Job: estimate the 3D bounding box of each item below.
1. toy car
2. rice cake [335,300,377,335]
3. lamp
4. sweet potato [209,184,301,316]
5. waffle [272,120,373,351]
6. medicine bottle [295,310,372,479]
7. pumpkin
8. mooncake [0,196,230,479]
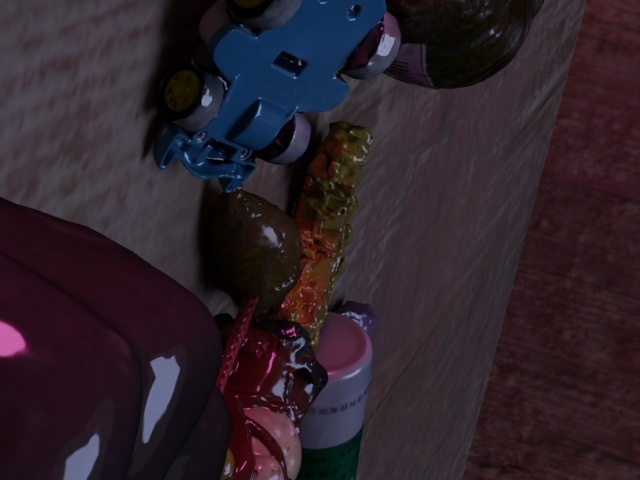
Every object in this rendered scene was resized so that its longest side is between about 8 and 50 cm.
[{"bbox_3d":[-0.042,-0.117,0.902,0.161,0.098,0.126,-48,144,18],"label":"toy car"},{"bbox_3d":[-0.001,0.201,1.488,0.081,0.051,0.290,14,93,-77],"label":"rice cake"},{"bbox_3d":[-0.073,0.165,0.996,0.118,0.118,0.253,91,15,-50],"label":"lamp"},{"bbox_3d":[-0.043,0.024,1.082,0.226,0.068,0.068,83,27,-65],"label":"sweet potato"},{"bbox_3d":[-0.003,-0.001,1.211,0.149,0.051,0.194,65,42,-81],"label":"waffle"},{"bbox_3d":[-0.011,0.185,1.341,0.095,0.095,0.260,-57,161,-48],"label":"medicine bottle"},{"bbox_3d":[0.113,-0.234,1.114,0.260,0.189,0.260,15,90,-76],"label":"pumpkin"},{"bbox_3d":[-0.151,0.135,0.609,0.306,0.154,0.306,20,90,-78],"label":"mooncake"}]
